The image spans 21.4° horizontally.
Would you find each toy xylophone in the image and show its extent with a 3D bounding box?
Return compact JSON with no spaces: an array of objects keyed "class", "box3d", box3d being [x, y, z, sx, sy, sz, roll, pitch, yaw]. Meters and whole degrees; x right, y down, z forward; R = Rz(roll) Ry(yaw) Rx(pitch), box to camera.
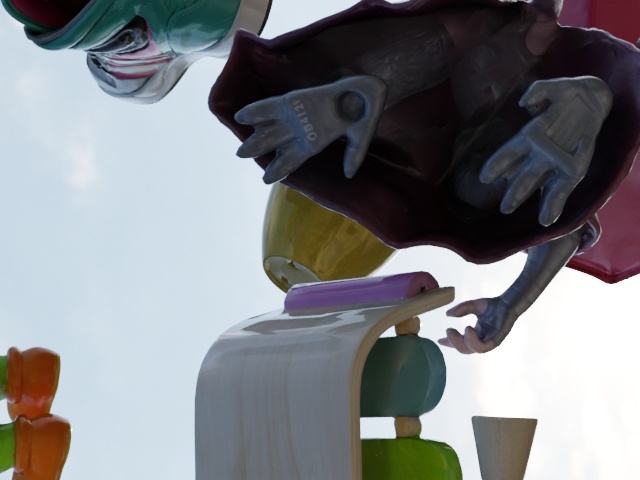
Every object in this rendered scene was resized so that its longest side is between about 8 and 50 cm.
[{"class":"toy xylophone","box3d":[0.024,0.175,0.809,0.081,0.236,0.323,4,-89,-42]}]

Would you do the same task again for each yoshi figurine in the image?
[{"class":"yoshi figurine","box3d":[-0.446,0.190,1.687,0.362,0.203,0.203,8,-96,-23]}]

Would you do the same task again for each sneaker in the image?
[{"class":"sneaker","box3d":[-0.177,-0.187,1.360,0.178,0.295,0.124,14,-104,-26]}]

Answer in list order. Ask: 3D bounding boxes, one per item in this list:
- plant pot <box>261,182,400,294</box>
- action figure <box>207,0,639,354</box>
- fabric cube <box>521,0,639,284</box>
[{"class":"plant pot","box3d":[0.000,0.000,1.501,0.095,0.134,0.134,-58,-47,-28]},{"class":"action figure","box3d":[0.085,-0.099,0.997,0.248,0.276,0.370,42,-162,7]},{"class":"fabric cube","box3d":[0.263,-0.139,1.577,0.254,0.259,0.258,17,-116,-29]}]
